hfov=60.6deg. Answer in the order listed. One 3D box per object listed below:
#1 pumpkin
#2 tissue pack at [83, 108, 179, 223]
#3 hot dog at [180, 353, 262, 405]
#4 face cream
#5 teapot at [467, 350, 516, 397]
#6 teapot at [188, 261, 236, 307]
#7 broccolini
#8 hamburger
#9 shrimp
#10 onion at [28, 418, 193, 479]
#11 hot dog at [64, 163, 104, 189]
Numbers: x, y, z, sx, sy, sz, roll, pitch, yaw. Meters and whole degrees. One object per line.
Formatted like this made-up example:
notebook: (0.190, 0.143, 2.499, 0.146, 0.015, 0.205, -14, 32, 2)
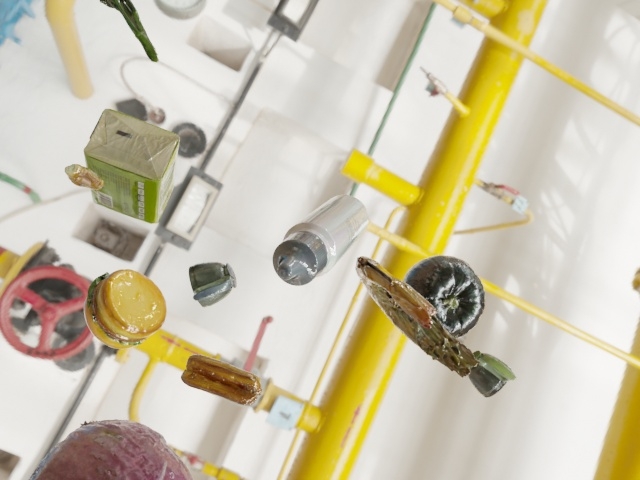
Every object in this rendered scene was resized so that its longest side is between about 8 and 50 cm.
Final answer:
pumpkin: (0.322, 0.155, 1.458, 0.233, 0.233, 0.163, -63, -172, -1)
tissue pack: (-0.503, -0.191, 1.473, 0.274, 0.201, 0.167, 127, -20, -61)
hot dog: (-0.196, 0.281, 1.102, 0.045, 0.165, 0.071, -86, -165, -88)
face cream: (0.000, 0.000, 0.876, 0.092, 0.092, 0.311, -59, 174, 23)
teapot: (0.381, 0.288, 1.240, 0.124, 0.091, 0.092, -50, 179, 42)
teapot: (-0.263, 0.095, 1.340, 0.149, 0.108, 0.111, 73, -3, -75)
broccolini: (-0.323, -0.365, 0.893, 0.058, 0.201, 0.074, -29, 172, 41)
hamburger: (-0.602, 0.213, 1.662, 0.170, 0.246, 0.246, -35, -159, 24)
shrimp: (0.143, 0.112, 0.854, 0.068, 0.249, 0.150, -46, 163, -5)
onion: (-0.287, 0.397, 0.747, 0.267, 0.349, 0.159, -63, 146, -20)
hot dog: (-0.487, -0.127, 1.131, 0.044, 0.028, 0.137, -20, 175, -5)
